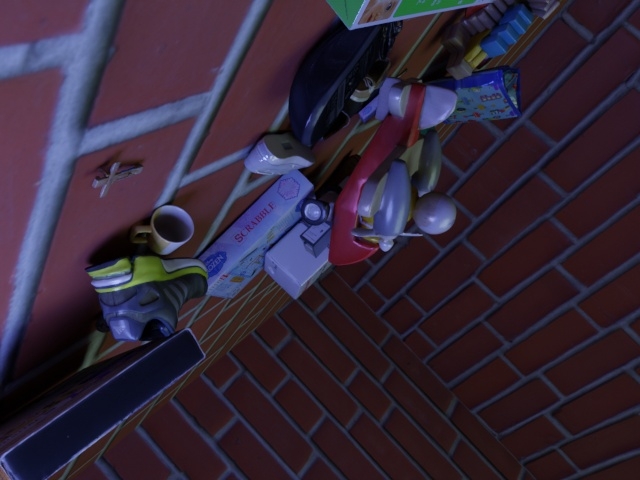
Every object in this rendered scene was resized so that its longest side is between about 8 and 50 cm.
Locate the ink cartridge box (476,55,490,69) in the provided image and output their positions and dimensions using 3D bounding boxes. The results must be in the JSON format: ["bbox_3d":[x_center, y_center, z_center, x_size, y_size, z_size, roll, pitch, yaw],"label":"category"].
[{"bbox_3d":[0.441,-0.542,1.411,0.158,0.092,0.218,-42,171,-19],"label":"ink cartridge box"}]

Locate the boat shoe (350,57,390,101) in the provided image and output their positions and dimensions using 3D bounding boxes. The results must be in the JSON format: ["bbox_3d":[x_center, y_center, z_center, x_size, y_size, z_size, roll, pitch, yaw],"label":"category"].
[{"bbox_3d":[0.081,-0.285,1.022,0.153,0.056,0.048,-40,165,-51],"label":"boat shoe"}]

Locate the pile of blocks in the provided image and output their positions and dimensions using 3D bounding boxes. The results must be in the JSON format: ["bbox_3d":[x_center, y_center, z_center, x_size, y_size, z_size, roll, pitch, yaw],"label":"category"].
[{"bbox_3d":[0.384,-0.497,1.197,0.362,0.112,0.149,-49,-146,17],"label":"pile of blocks"}]

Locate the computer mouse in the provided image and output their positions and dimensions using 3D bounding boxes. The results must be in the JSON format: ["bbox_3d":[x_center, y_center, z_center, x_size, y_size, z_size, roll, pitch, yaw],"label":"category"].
[{"bbox_3d":[0.028,-0.259,0.848,0.272,0.072,0.188,-55,174,-15],"label":"computer mouse"}]

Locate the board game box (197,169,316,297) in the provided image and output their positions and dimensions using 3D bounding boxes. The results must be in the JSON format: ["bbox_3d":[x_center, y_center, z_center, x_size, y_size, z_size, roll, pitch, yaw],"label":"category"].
[{"bbox_3d":[-0.140,-0.003,1.336,0.318,0.066,0.319,-45,173,-4],"label":"board game box"}]

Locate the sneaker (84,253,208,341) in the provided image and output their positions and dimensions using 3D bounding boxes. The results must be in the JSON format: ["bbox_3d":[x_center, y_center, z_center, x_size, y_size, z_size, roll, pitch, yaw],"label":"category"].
[{"bbox_3d":[-0.255,0.091,0.901,0.111,0.122,0.300,-9,175,12],"label":"sneaker"}]

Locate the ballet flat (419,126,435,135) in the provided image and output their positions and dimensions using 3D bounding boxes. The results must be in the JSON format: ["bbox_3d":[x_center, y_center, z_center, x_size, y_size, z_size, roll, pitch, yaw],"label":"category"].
[{"bbox_3d":[0.239,-0.299,1.657,0.123,0.123,0.348,-47,170,23],"label":"ballet flat"}]

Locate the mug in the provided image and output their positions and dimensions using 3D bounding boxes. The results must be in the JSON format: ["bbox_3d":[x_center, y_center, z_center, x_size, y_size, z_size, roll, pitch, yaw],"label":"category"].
[{"bbox_3d":[-0.233,-0.013,0.856,0.064,0.078,0.062,-39,-148,48],"label":"mug"}]

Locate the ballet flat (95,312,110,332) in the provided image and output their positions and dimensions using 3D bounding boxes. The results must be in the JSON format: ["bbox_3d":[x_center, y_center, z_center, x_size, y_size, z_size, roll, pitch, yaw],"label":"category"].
[{"bbox_3d":[-0.354,0.132,1.043,0.041,0.041,0.114,-46,173,16],"label":"ballet flat"}]

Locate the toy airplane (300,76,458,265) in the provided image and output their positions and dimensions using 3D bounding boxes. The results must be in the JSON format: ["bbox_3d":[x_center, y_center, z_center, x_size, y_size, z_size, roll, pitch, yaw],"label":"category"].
[{"bbox_3d":[0.166,-0.130,1.166,0.386,0.272,0.384,-52,173,-18],"label":"toy airplane"}]

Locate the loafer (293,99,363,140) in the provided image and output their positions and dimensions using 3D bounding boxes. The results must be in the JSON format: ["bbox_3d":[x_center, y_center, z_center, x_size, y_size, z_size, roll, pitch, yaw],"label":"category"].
[{"bbox_3d":[0.028,-0.214,1.022,0.170,0.061,0.062,-42,140,-33],"label":"loafer"}]

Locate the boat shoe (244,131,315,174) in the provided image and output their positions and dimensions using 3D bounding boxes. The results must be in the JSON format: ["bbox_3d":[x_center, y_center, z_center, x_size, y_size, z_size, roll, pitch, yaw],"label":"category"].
[{"bbox_3d":[-0.068,-0.140,0.995,0.063,0.066,0.184,-32,-179,24],"label":"boat shoe"}]

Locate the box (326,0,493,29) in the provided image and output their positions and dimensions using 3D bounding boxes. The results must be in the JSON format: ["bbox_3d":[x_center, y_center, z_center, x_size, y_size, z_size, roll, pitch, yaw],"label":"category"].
[{"bbox_3d":[0.124,-0.341,0.510,0.231,0.127,0.262,-23,162,-35],"label":"box"}]

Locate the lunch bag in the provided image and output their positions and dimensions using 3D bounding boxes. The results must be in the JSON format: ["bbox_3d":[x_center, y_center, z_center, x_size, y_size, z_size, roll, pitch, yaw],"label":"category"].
[{"bbox_3d":[0.392,-0.390,1.540,0.220,0.138,0.293,-1,-173,28],"label":"lunch bag"}]

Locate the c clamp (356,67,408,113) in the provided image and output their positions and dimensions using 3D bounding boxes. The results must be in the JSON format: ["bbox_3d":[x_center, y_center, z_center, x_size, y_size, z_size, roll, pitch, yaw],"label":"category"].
[{"bbox_3d":[0.106,-0.307,1.180,0.137,0.022,0.160,-42,176,22],"label":"c clamp"}]

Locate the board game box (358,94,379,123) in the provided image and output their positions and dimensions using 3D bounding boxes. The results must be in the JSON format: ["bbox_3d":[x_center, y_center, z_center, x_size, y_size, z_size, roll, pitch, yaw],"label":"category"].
[{"bbox_3d":[0.121,-0.288,1.235,0.090,0.020,0.090,-41,179,8],"label":"board game box"}]

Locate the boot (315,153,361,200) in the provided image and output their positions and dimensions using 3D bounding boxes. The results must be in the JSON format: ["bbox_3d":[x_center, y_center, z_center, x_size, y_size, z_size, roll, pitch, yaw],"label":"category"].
[{"bbox_3d":[0.030,-0.108,1.597,0.115,0.112,0.305,-8,145,-34],"label":"boot"}]

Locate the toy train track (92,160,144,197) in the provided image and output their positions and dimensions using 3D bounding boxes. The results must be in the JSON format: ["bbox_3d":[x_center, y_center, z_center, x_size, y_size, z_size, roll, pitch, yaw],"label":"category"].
[{"bbox_3d":[-0.228,-0.075,0.652,0.048,0.014,0.083,-56,175,25],"label":"toy train track"}]

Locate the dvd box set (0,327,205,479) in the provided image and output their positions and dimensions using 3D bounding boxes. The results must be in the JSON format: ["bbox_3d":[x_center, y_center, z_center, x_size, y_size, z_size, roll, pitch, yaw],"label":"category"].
[{"bbox_3d":[-0.408,0.277,0.924,0.420,0.062,0.307,-25,-173,43],"label":"dvd box set"}]

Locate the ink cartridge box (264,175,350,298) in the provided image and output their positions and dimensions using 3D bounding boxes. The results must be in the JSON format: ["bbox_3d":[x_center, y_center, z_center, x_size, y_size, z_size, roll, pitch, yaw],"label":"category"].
[{"bbox_3d":[0.000,0.000,1.415,0.273,0.115,0.198,-44,173,-15],"label":"ink cartridge box"}]
